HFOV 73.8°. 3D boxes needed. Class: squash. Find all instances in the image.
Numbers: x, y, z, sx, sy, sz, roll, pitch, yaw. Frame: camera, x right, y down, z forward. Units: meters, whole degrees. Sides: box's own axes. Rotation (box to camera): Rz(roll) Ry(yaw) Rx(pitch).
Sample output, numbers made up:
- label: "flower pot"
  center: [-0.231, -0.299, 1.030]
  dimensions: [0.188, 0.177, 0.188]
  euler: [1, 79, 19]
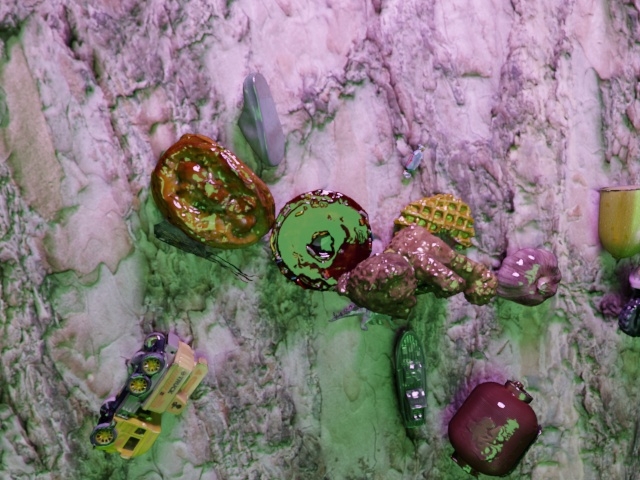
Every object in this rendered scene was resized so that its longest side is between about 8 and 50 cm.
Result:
- label: "squash"
  center: [0.742, -0.044, 1.034]
  dimensions: [0.123, 0.123, 0.187]
  euler: [-2, 99, -7]

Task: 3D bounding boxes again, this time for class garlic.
- label: "garlic"
  center: [0.511, 0.090, 1.034]
  dimensions: [0.159, 0.102, 0.147]
  euler: [-14, 100, -5]

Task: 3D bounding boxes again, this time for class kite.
- label: "kite"
  center: [-0.251, 0.031, 0.926]
  dimensions: [0.245, 0.141, 0.015]
  euler: [31, 67, -19]

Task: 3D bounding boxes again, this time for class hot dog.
- label: "hot dog"
  center: [-0.222, -0.092, 0.899]
  dimensions: [0.272, 0.122, 0.196]
  euler: [42, 99, -10]

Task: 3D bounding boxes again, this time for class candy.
- label: "candy"
  center: [0.220, -0.182, 0.991]
  dimensions: [0.030, 0.020, 0.083]
  euler: [31, 93, -11]

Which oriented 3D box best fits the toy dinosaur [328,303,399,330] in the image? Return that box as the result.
- label: "toy dinosaur"
  center: [0.113, 0.174, 1.027]
  dimensions: [0.208, 0.039, 0.082]
  euler: [-4, 97, -18]

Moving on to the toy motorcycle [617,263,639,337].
- label: "toy motorcycle"
  center: [0.893, 0.136, 1.074]
  dimensions: [0.326, 0.143, 0.188]
  euler: [-6, 100, -14]

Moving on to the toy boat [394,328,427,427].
- label: "toy boat"
  center: [0.225, 0.340, 1.048]
  dimensions: [0.078, 0.085, 0.261]
  euler: [-7, 100, -5]

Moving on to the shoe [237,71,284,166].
- label: "shoe"
  center: [-0.136, -0.255, 0.917]
  dimensions: [0.078, 0.079, 0.195]
  euler: [0, 111, 28]

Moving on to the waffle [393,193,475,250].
- label: "waffle"
  center: [0.272, -0.030, 1.009]
  dimensions: [0.194, 0.051, 0.149]
  euler: [-17, 100, -5]

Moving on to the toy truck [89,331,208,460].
- label: "toy truck"
  center: [-0.376, 0.348, 0.957]
  dimensions: [0.157, 0.124, 0.272]
  euler: [34, 91, -22]

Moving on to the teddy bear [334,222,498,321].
- label: "teddy bear"
  center: [0.211, 0.098, 0.900]
  dimensions: [0.296, 0.246, 0.223]
  euler: [41, 68, -23]

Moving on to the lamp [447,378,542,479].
- label: "lamp"
  center: [0.430, 0.461, 1.049]
  dimensions: [0.180, 0.180, 0.258]
  euler: [34, 95, -11]

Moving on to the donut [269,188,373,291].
- label: "donut"
  center: [0.000, 0.000, 0.959]
  dimensions: [0.234, 0.089, 0.235]
  euler: [-1, 100, -9]
